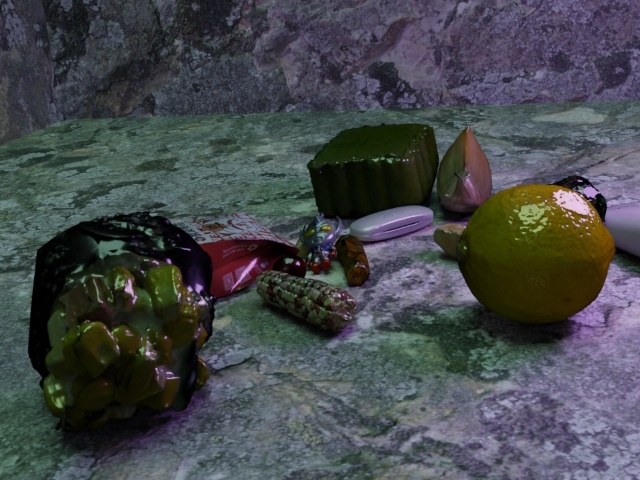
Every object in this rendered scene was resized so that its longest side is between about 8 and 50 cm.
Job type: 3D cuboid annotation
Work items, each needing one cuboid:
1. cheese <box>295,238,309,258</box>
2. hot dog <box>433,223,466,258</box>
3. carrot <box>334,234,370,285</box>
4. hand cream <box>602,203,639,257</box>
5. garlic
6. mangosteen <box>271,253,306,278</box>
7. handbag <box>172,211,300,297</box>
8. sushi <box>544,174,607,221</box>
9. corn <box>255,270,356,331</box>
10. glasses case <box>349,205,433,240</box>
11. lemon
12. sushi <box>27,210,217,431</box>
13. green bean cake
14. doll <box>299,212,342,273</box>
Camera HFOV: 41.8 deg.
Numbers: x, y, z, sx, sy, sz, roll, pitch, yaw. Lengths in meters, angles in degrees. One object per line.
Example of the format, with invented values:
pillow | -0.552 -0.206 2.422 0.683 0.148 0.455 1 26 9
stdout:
cheese | -0.022 0.012 2.059 0.060 0.041 0.084 4 22 25
hot dog | 0.370 0.014 1.913 0.243 0.073 0.084 11 23 38
carrot | 0.074 0.041 1.933 0.069 0.068 0.228 -6 20 -4
hand cream | 0.712 -0.035 1.930 0.186 0.117 0.358 -15 14 -8
garlic | 0.370 -0.160 2.241 0.151 0.196 0.338 -2 28 19
mangosteen | -0.067 0.069 1.854 0.081 0.080 0.081 -4 19 2
handbag | -0.206 0.033 1.913 0.298 0.151 0.171 -9 23 -34
sushi | 0.544 -0.057 1.938 0.225 0.124 0.127 -26 20 12
corn | -0.038 0.118 1.700 0.092 0.092 0.281 -20 21 -37
glasses case | 0.183 -0.045 2.146 0.234 0.059 0.092 -16 23 -25
lemon | 0.404 0.025 1.582 0.293 0.292 0.293 -4 19 2
sushi | -0.306 0.148 1.376 0.329 0.327 0.285 -1 28 -33
green bean cake | 0.154 -0.189 2.371 0.335 0.218 0.319 -2 26 28
doll | -0.001 0.000 1.994 0.104 0.062 0.194 -34 34 27
